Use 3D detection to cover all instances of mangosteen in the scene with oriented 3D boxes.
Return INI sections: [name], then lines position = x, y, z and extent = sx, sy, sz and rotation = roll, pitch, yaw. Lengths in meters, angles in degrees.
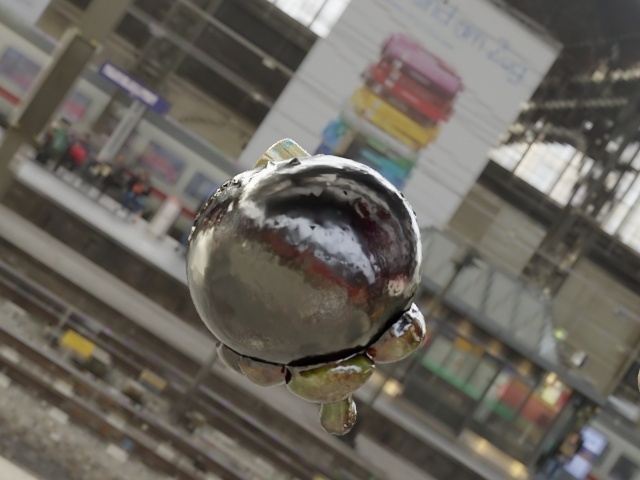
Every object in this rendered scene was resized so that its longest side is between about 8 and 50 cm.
[mangosteen]
position = -0.005, 0.050, 1.167
extent = 0.211, 0.211, 0.250
rotation = -153, -131, -76

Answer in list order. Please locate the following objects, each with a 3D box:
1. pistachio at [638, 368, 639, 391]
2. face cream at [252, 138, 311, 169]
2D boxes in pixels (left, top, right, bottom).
[pistachio]
position = 0.465, 0.200, 1.644
extent = 0.185, 0.126, 0.108
rotation = 44, 7, -1
[face cream]
position = 0.000, 0.000, 1.609
extent = 0.067, 0.139, 0.285
rotation = 15, 20, -41
